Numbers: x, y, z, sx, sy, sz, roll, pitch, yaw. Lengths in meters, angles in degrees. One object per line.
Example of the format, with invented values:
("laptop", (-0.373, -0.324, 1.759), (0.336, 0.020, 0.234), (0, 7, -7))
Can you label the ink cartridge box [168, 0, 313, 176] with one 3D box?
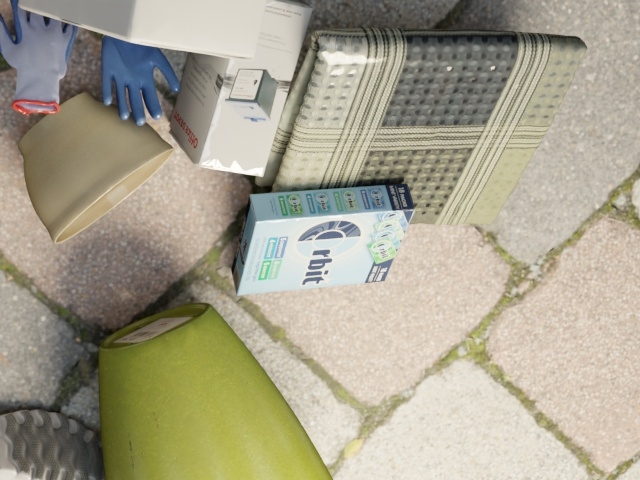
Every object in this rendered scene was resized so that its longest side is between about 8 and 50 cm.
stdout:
("ink cartridge box", (-0.090, -0.182, 1.538), (0.082, 0.139, 0.191), (9, 109, -23))

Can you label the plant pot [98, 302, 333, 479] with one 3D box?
("plant pot", (-0.139, 0.231, 1.640), (0.274, 0.275, 0.294), (-21, 101, -9))

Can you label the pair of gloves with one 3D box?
("pair of gloves", (-0.243, -0.191, 1.496), (0.198, 0.159, 0.023), (5, 150, -24))

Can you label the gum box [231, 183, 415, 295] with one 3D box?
("gum box", (0.000, 0.000, 1.648), (0.184, 0.041, 0.157), (-5, 148, -16))

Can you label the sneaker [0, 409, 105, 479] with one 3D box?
("sneaker", (-0.378, 0.264, 1.670), (0.281, 0.105, 0.115), (9, 138, -22))

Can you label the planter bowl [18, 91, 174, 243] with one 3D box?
("planter bowl", (-0.251, -0.088, 1.529), (0.162, 0.162, 0.109), (-39, 91, 0))

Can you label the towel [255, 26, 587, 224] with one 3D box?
("towel", (0.100, -0.122, 1.597), (0.312, 0.056, 0.324), (-2, 144, -19))

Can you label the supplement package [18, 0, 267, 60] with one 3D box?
("supplement package", (-0.148, -0.340, 1.389), (0.175, 0.177, 0.293), (1, 106, -50))
